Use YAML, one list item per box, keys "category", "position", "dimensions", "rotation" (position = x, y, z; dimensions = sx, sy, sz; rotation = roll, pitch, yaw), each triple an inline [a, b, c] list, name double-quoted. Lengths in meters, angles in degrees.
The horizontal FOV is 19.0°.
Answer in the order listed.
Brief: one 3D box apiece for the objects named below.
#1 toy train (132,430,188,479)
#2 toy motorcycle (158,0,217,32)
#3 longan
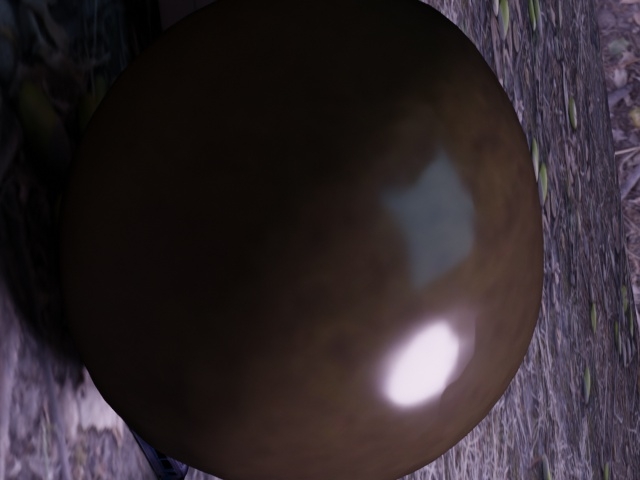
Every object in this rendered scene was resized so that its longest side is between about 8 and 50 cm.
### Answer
- category: "toy train"
  position: [-0.079, 0.096, 0.942]
  dimensions: [0.083, 0.017, 0.017]
  rotation: [68, 25, -46]
- category: "toy motorcycle"
  position: [-0.045, -0.118, 1.017]
  dimensions: [0.152, 0.073, 0.225]
  rotation: [-54, 136, -69]
- category: "longan"
  position: [0.000, 0.000, 0.871]
  dimensions: [0.248, 0.248, 0.248]
  rotation: [-4, 90, -73]
